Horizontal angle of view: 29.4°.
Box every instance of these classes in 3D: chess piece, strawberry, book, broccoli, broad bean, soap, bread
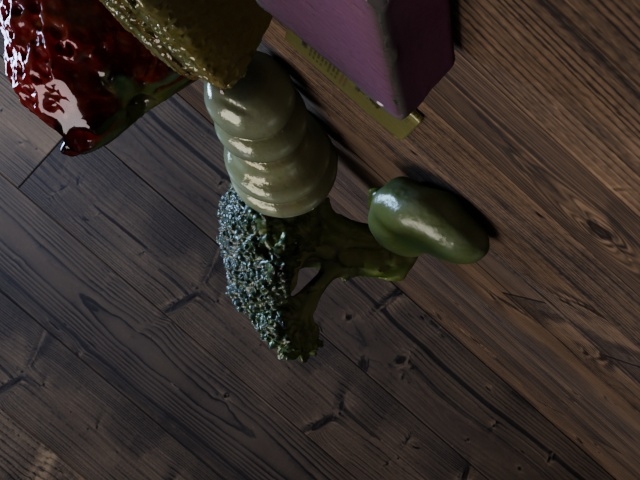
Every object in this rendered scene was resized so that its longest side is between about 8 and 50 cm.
[{"bbox_3d":[-0.084,-0.174,1.833,0.182,0.182,0.330,40,170,20],"label":"chess piece"},{"bbox_3d":[-0.297,-0.301,1.616,0.310,0.292,0.292,59,173,-11],"label":"strawberry"},{"bbox_3d":[0.034,-0.190,1.411,0.192,0.013,0.168,41,176,-2],"label":"book"},{"bbox_3d":[-0.004,-0.031,2.135,0.275,0.397,0.353,30,135,46],"label":"broccoli"},{"bbox_3d":[0.142,-0.029,1.672,0.169,0.100,0.228,34,170,-40],"label":"broad bean"},{"bbox_3d":[0.013,-0.204,0.917,0.181,0.081,0.259,41,178,14],"label":"soap"},{"bbox_3d":[-0.143,-0.265,1.304,0.102,0.138,0.196,30,172,41],"label":"bread"}]
